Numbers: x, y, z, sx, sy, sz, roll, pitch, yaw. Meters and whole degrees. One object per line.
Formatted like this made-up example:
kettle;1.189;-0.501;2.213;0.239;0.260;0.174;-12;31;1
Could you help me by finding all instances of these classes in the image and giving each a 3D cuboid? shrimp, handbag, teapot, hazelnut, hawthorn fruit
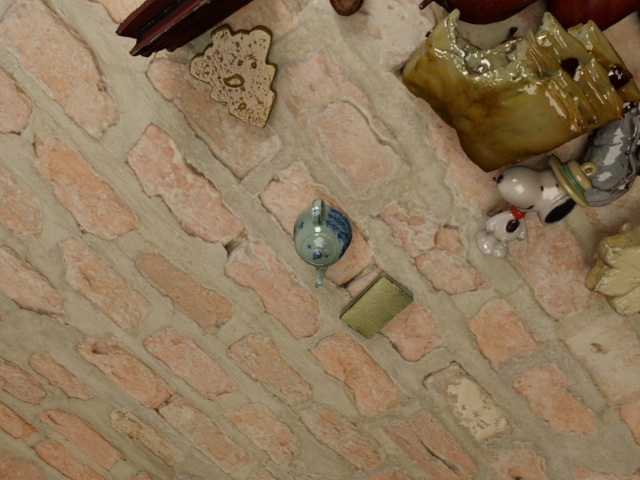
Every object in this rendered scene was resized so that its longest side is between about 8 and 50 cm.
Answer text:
shrimp;0.666;-0.221;0.965;0.145;0.116;0.343;10;124;2
handbag;-0.240;-0.466;0.884;0.275;0.260;0.084;-25;113;20
teapot;0.000;0.000;1.147;0.159;0.159;0.232;1;117;7
hazelnut;0.509;-0.484;0.813;0.181;0.212;0.181;-26;99;51
hazelnut;0.055;-0.508;0.923;0.086;0.086;0.086;3;117;6
hawthorn fruit;0.296;-0.500;0.825;0.248;0.208;0.208;-17;113;17

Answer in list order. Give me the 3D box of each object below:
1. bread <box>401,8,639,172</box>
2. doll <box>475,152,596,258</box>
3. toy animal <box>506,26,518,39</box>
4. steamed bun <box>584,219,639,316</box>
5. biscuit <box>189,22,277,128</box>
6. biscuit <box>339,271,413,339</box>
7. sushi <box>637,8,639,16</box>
bread;0.357;-0.286;0.868;0.370;0.191;0.314;34;160;-12
doll;0.487;-0.074;1.043;0.208;0.144;0.271;3;136;8
toy animal;0.479;-0.346;0.955;0.217;0.073;0.176;14;133;6
steamed bun;0.788;0.052;1.077;0.295;0.137;0.292;-18;117;24
biscuit;-0.182;-0.375;1.044;0.212;0.041;0.239;-20;112;10
biscuit;0.156;0.187;1.279;0.121;0.040;0.199;36;117;-13
sushi;0.686;-0.445;0.859;0.161;0.107;0.241;13;118;5
